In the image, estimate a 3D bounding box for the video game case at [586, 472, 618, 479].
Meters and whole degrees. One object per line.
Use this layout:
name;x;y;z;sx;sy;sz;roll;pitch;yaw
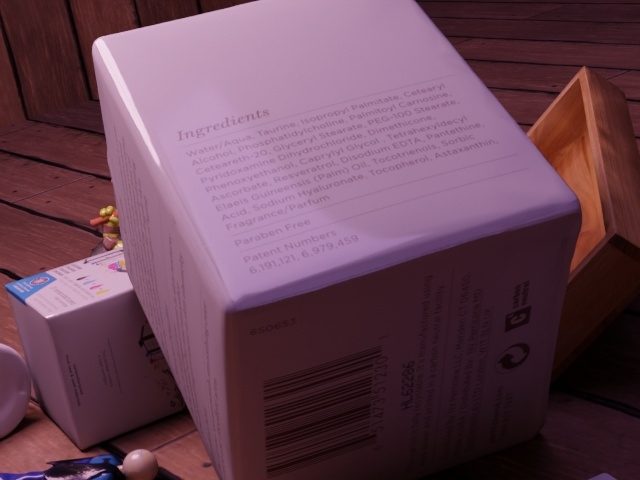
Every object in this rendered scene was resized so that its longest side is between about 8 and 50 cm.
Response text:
video game case;0.216;0.263;1.070;0.184;0.023;0.201;-18;19;-19

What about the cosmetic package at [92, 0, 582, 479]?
cosmetic package;0.000;0.000;1.282;0.328;0.329;0.393;-17;48;-16

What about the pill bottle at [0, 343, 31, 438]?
pill bottle;-0.456;0.170;1.594;0.209;0.119;0.119;5;24;42

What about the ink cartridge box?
ink cartridge box;-0.221;0.108;1.560;0.233;0.168;0.171;-19;20;-25

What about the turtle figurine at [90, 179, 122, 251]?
turtle figurine;-0.292;0.051;1.827;0.217;0.087;0.269;-27;65;-15

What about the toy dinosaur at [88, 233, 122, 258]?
toy dinosaur;-0.275;0.016;1.941;0.314;0.121;0.160;-11;-1;-8

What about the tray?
tray;0.283;-0.026;1.519;0.076;0.203;0.411;31;29;-11

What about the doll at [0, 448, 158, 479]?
doll;-0.261;0.248;1.359;0.189;0.046;0.129;-6;8;-6
